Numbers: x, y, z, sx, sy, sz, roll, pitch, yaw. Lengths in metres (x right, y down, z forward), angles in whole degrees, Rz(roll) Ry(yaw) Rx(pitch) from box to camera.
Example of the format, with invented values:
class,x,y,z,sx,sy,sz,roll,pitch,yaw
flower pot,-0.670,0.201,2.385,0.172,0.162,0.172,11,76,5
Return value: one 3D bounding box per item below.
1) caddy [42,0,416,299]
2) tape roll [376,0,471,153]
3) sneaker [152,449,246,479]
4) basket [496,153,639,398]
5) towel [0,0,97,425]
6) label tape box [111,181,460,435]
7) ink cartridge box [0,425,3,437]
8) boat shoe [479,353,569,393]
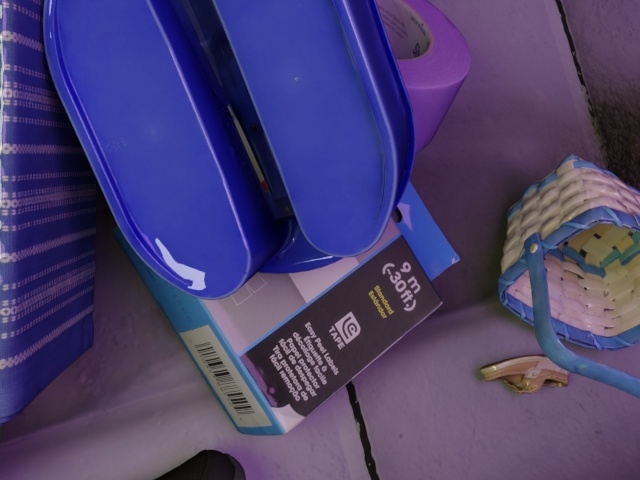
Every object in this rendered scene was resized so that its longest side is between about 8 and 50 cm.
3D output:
class,x,y,z,sx,sy,sz,roll,pitch,yaw
caddy,-0.060,-0.121,0.686,0.241,0.179,0.341,-18,106,11
tape roll,0.013,-0.202,0.883,0.274,0.090,0.275,17,38,-13
sneaker,-0.213,0.263,0.718,0.341,0.125,0.140,-31,90,-33
basket,0.342,0.062,1.005,0.254,0.201,0.289,26,37,-21
towel,-0.222,-0.047,0.680,0.040,0.243,0.336,2,96,-2
label tape box,0.000,0.000,0.899,0.347,0.115,0.249,-35,96,-28
ink cartridge box,-0.304,0.023,0.661,0.119,0.207,0.353,7,74,-5
boat shoe,0.253,0.164,1.039,0.135,0.050,0.045,-1,74,-29
